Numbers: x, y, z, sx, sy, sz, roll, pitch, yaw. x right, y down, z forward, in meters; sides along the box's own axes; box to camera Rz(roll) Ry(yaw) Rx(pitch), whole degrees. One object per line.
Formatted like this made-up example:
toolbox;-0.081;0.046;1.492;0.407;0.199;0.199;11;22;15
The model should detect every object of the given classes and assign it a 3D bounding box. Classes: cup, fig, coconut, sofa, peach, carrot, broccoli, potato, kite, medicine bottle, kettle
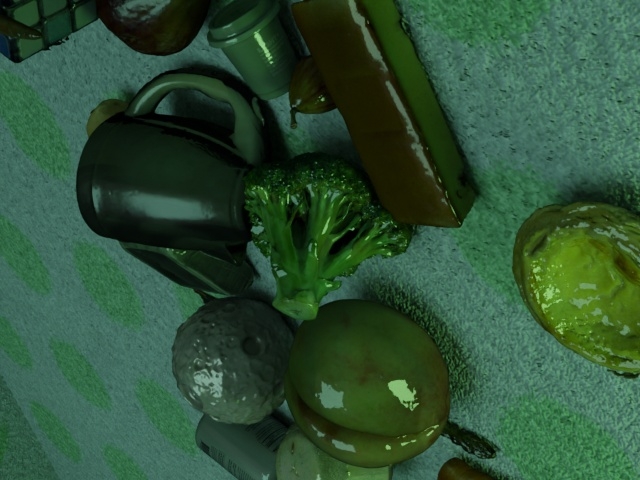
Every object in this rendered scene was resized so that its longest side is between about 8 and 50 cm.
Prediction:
cup;-0.089;-0.286;1.589;0.120;0.120;0.141;6;140;49
fig;-0.018;-0.212;1.551;0.089;0.125;0.089;30;146;23
coconut;0.038;0.435;2.078;0.224;0.234;0.224;-1;89;45
sofa;-0.246;-0.014;2.092;0.225;0.176;0.210;36;160;-36
peach;0.079;0.239;1.795;0.292;0.247;0.292;9;121;14
carrot;-0.490;-0.322;1.573;0.254;0.049;0.049;20;137;34
broccoli;0.000;0.000;1.632;0.269;0.269;0.254;31;156;29
potato;-0.364;-0.186;2.035;0.118;0.109;0.178;-36;101;16
carrot;0.293;0.456;1.887;0.193;0.087;0.087;20;137;39
kite;-0.206;0.172;2.297;0.190;0.010;0.159;53;150;0
fig;-0.223;-0.388;1.617;0.170;0.145;0.274;38;145;-19
medicine bottle;-0.126;0.468;2.360;0.289;0.157;0.157;33;144;27
kettle;-0.212;-0.130;1.816;0.324;0.228;0.320;11;100;27

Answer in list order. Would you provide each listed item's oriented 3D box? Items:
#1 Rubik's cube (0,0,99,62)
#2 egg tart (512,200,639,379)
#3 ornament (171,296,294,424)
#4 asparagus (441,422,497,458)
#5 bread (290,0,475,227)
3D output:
Rubik's cube;-0.465;-0.502;1.662;0.287;0.292;0.293;36;148;22
egg tart;0.376;0.054;1.363;0.279;0.095;0.279;28;142;24
ornament;-0.175;0.241;2.122;0.259;0.225;0.259;31;143;27
asparagus;0.241;0.346;1.889;0.165;0.030;0.036;23;115;40
bread;0.093;-0.184;1.485;0.138;0.077;0.361;-1;122;51
